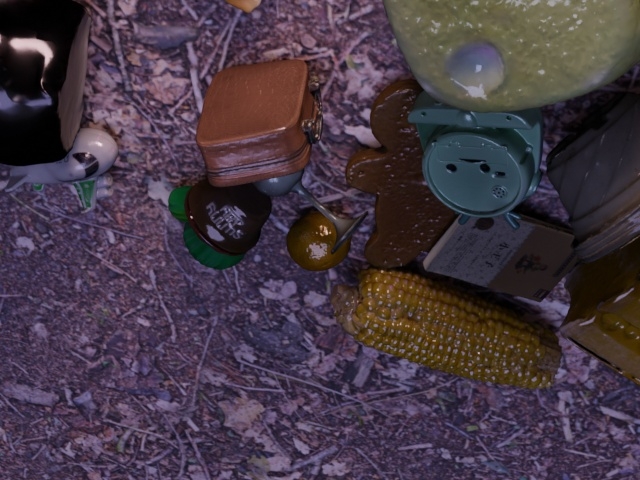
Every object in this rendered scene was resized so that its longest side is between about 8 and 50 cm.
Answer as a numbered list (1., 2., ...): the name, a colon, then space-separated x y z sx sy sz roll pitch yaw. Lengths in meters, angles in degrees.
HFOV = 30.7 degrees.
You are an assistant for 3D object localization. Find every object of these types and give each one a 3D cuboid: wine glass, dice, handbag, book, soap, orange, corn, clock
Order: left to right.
1. handbag: -0.073 -0.153 1.471 0.151 0.193 0.072 -9 124 10
2. wine glass: -0.032 -0.074 1.571 0.195 0.079 0.079 41 130 4
3. orange: 0.000 0.000 1.659 0.095 0.085 0.085 -24 121 21
4. corn: 0.182 0.127 1.699 0.347 0.130 0.130 17 132 -4
5. clock: 0.202 -0.094 1.464 0.159 0.066 0.210 5 131 25
6. book: 0.260 0.017 1.620 0.199 0.016 0.138 16 132 -21
7. dice: 0.204 -0.300 1.234 0.250 0.252 0.254 -13 127 22
8. soap: 0.538 0.095 1.565 0.335 0.156 0.293 30 133 -13

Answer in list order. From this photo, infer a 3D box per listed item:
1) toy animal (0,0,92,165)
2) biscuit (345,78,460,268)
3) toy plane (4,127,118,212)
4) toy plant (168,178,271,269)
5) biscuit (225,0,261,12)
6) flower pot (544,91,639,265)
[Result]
1. toy animal: -0.458 -0.229 1.473 0.310 0.250 0.250 9 132 -2
2. biscuit: 0.133 -0.088 1.573 0.197 0.049 0.301 -7 130 7
3. toy plane: -0.365 -0.112 1.651 0.174 0.080 0.174 5 130 6
4. toy plant: -0.152 -0.027 1.662 0.143 0.105 0.200 43 139 -12
5. biscuit: -0.084 -0.421 1.338 0.205 0.040 0.309 30 130 -13
6. flower pot: 0.368 -0.089 1.427 0.140 0.235 0.235 48 127 0
